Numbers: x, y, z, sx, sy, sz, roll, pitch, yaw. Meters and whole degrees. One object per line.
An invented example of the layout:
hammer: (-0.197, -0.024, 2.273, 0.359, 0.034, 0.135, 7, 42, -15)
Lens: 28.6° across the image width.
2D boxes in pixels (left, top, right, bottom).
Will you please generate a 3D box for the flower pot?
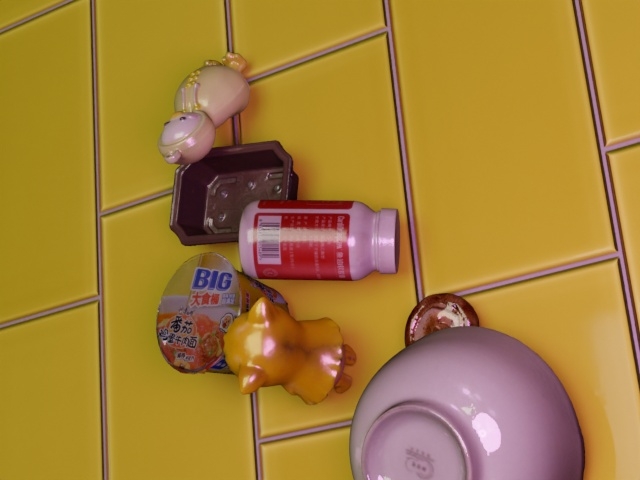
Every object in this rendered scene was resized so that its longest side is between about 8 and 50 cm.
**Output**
flower pot: (-0.139, -0.073, 2.209, 0.250, 0.084, 0.179, -4, 73, 31)

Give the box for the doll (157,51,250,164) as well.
doll: (-0.212, -0.230, 2.224, 0.141, 0.117, 0.296, -10, 28, 27)

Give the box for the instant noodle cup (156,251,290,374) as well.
instant noodle cup: (-0.158, 0.137, 2.106, 0.205, 0.153, 0.205, -15, 66, 35)

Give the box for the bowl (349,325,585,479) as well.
bowl: (0.177, 0.305, 1.781, 0.353, 0.185, 0.354, 2, 93, 33)

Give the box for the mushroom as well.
mushroom: (0.184, 0.141, 1.933, 0.127, 0.087, 0.127, -7, 74, 25)

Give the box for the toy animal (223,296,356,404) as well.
toy animal: (-0.040, 0.182, 1.980, 0.156, 0.229, 0.156, -22, 61, 46)

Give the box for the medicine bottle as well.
medicine bottle: (0.000, 0.000, 2.028, 0.250, 0.131, 0.131, 1, 75, 8)
